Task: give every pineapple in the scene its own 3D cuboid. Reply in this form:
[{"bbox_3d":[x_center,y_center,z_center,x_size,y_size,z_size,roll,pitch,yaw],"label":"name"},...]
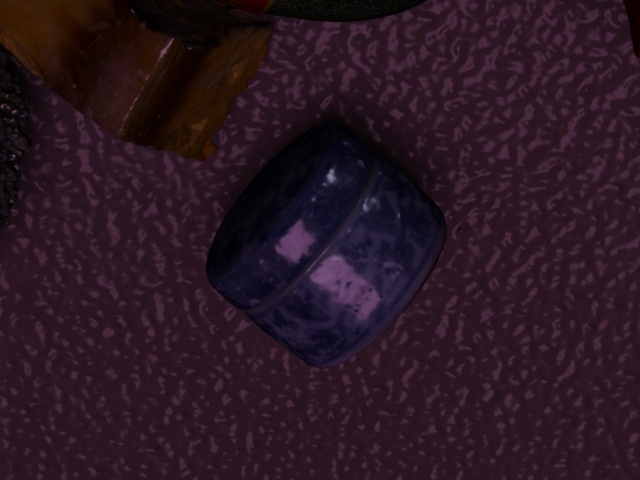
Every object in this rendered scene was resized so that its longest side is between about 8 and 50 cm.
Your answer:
[{"bbox_3d":[-0.133,-0.125,1.014,0.236,0.186,0.114,18,103,-36],"label":"pineapple"}]

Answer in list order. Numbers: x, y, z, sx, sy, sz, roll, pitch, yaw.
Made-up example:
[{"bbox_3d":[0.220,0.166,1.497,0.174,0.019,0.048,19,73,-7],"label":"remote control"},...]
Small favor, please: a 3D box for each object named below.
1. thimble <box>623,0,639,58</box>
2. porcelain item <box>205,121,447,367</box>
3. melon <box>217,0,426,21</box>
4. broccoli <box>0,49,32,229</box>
[{"bbox_3d":[0.242,-0.212,0.985,0.125,0.163,0.189,-10,107,8],"label":"thimble"},{"bbox_3d":[0.000,0.000,1.100,0.114,0.147,0.147,41,110,-16],"label":"porcelain item"},{"bbox_3d":[-0.016,-0.228,0.979,0.288,0.182,0.182,13,115,-7],"label":"melon"},{"bbox_3d":[-0.299,-0.054,1.078,0.176,0.198,0.226,-2,87,39],"label":"broccoli"}]
